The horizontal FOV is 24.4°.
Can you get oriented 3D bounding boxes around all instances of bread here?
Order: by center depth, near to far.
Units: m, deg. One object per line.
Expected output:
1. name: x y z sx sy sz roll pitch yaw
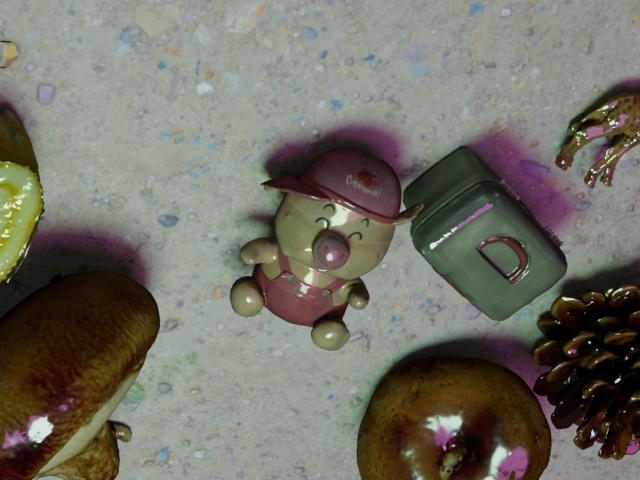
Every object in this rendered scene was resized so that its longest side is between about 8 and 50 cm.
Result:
1. bread: -0.428 -0.036 1.742 0.186 0.124 0.257 7 127 -19

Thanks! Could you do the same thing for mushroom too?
1. mushroom: -0.316 0.195 1.846 0.259 0.345 0.345 44 108 -10
2. mushroom: 0.180 0.285 2.124 0.267 0.254 0.267 0 92 -13

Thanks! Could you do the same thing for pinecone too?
1. pinecone: 0.420 0.186 2.067 0.264 0.264 0.264 -8 128 -10

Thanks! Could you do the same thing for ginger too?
1. ginger: -0.312 0.273 2.067 0.097 0.030 0.048 21 117 -26

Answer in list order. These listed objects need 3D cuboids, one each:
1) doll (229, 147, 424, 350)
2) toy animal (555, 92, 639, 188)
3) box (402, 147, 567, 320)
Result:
1. doll: 0.002 0.002 1.873 0.196 0.152 0.256 9 121 -34
2. toy animal: 0.437 -0.154 1.938 0.275 0.054 0.149 -30 131 7
3. box: 0.214 -0.008 1.936 0.148 0.129 0.210 -38 126 14
